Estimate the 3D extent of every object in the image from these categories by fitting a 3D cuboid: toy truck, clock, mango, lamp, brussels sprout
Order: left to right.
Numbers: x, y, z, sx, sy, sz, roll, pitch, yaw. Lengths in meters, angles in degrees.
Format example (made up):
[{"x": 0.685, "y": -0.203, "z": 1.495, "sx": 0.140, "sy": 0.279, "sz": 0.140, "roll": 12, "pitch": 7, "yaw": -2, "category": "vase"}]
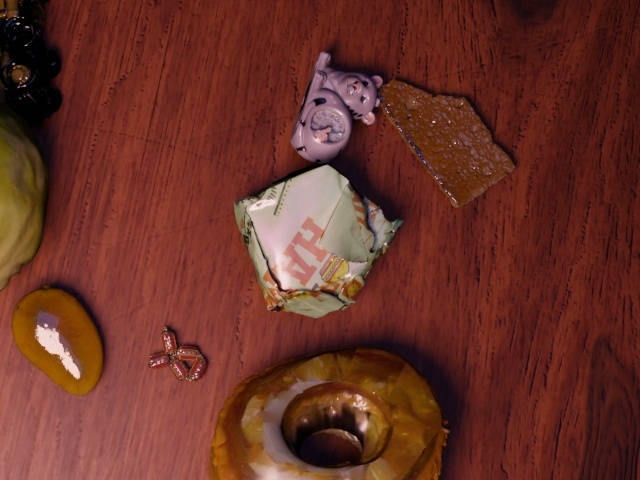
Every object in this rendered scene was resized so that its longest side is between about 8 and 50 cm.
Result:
[{"x": -0.506, "y": -0.041, "z": 1.162, "sx": 0.268, "sy": 0.344, "sz": 0.344, "roll": 42, "pitch": 69, "yaw": -38, "category": "brussels sprout"}, {"x": -0.452, "y": -0.304, "z": 1.301, "sx": 0.127, "sy": 0.127, "sz": 0.257, "roll": -4, "pitch": 78, "yaw": 2, "category": "toy truck"}, {"x": -0.360, "y": 0.140, "z": 1.244, "sx": 0.103, "sy": 0.076, "sz": 0.161, "roll": -33, "pitch": 90, "yaw": -21, "category": "mango"}, {"x": -0.202, "y": 0.170, "z": 1.295, "sx": 0.083, "sy": 0.031, "sz": 0.063, "roll": 27, "pitch": 75, "yaw": -9, "category": "lamp"}, {"x": 0.027, "y": -0.196, "z": 1.396, "sx": 0.117, "sy": 0.080, "sz": 0.176, "roll": 20, "pitch": 73, "yaw": -8, "category": "clock"}]

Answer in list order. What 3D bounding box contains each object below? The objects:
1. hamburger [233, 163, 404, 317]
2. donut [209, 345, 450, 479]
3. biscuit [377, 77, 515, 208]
[{"x": 0.003, "y": -0.001, "z": 1.328, "sx": 0.235, "sy": 0.125, "sz": 0.214, "roll": -24, "pitch": 90, "yaw": -12, "category": "hamburger"}, {"x": 0.016, "y": 0.279, "z": 1.208, "sx": 0.330, "sy": 0.160, "sz": 0.330, "roll": 4, "pitch": 56, "yaw": -6, "category": "donut"}, {"x": 0.200, "y": -0.176, "z": 1.457, "sx": 0.131, "sy": 0.026, "sz": 0.237, "roll": -35, "pitch": 86, "yaw": -18, "category": "biscuit"}]
